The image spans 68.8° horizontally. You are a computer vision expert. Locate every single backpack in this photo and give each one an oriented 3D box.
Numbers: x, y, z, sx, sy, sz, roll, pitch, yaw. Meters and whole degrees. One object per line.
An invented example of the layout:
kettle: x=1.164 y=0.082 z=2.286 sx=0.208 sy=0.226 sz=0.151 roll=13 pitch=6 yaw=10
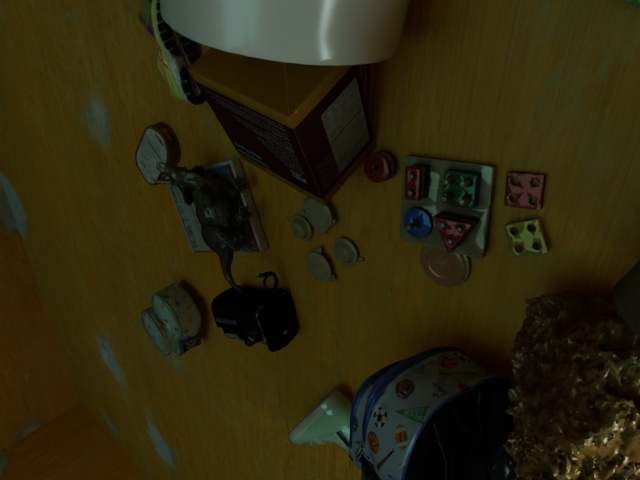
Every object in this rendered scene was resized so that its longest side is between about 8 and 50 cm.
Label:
backpack: x=0.173 y=0.294 z=0.719 sx=0.213 sy=0.277 sz=0.263 roll=35 pitch=131 yaw=44
backpack: x=-0.418 y=0.222 z=1.321 sx=0.166 sy=0.145 sz=0.188 roll=46 pitch=134 yaw=24

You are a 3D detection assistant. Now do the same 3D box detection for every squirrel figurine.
squirrel figurine: x=0.280 y=0.259 z=0.485 sx=0.281 sy=0.371 sz=0.396 roll=-7 pitch=107 yaw=46

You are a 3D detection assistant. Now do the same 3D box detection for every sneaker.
sneaker: x=0.023 y=0.448 z=1.053 sx=0.151 sy=0.094 sz=0.255 roll=45 pitch=138 yaw=12
sneaker: x=-0.289 y=-0.367 z=0.905 sx=0.094 sy=0.082 sz=0.208 roll=15 pitch=122 yaw=41

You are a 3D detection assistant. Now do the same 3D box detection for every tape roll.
tape roll: x=-0.038 y=-0.297 z=0.547 sx=0.286 sy=0.286 sz=0.100 roll=33 pitch=132 yaw=28

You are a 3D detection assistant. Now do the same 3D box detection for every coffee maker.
coffee maker: x=-0.150 y=0.149 z=1.054 sx=0.178 sy=0.120 sz=0.171 roll=1 pitch=90 yaw=43

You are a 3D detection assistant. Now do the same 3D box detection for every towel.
towel: x=-0.348 y=-0.457 z=0.964 sx=0.083 sy=0.009 sz=0.060 roll=50 pitch=137 yaw=10

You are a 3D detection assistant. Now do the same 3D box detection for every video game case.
video game case: x=-0.246 y=-0.069 z=1.074 sx=0.285 sy=0.025 sz=0.203 roll=-2 pitch=111 yaw=45

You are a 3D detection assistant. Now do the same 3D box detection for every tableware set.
tableware set: x=0.000 y=0.000 z=0.877 sx=0.141 sy=0.020 sz=0.168 roll=-24 pitch=96 yaw=50

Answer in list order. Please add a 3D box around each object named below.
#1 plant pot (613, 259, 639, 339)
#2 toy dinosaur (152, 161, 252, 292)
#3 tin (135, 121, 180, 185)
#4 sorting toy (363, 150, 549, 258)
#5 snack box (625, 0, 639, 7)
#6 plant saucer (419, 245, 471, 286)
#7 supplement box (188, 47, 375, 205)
plant pot: x=0.426 y=0.023 z=0.291 sx=0.323 sy=0.323 sz=0.280 roll=37 pitch=118 yaw=24
toy dinosaur: x=-0.211 y=-0.048 z=0.971 sx=0.160 sy=0.121 sz=0.313 roll=-11 pitch=109 yaw=59
tin: x=-0.399 y=-0.206 z=1.138 sx=0.106 sy=0.040 sz=0.190 roll=53 pitch=138 yaw=1
sorting toy: x=0.173 y=-0.043 z=0.652 sx=0.275 sy=0.046 sz=0.132 roll=16 pitch=117 yaw=36
snack box: x=0.281 y=-0.323 z=0.382 sx=0.174 sy=0.070 sz=0.207 roll=42 pitch=136 yaw=20
plant saucer: x=0.189 y=0.034 z=0.717 sx=0.084 sy=0.013 sz=0.083 roll=23 pitch=128 yaw=34
supplement box: x=-0.046 y=-0.185 z=0.673 sx=0.191 sy=0.129 sz=0.194 roll=32 pitch=164 yaw=28
